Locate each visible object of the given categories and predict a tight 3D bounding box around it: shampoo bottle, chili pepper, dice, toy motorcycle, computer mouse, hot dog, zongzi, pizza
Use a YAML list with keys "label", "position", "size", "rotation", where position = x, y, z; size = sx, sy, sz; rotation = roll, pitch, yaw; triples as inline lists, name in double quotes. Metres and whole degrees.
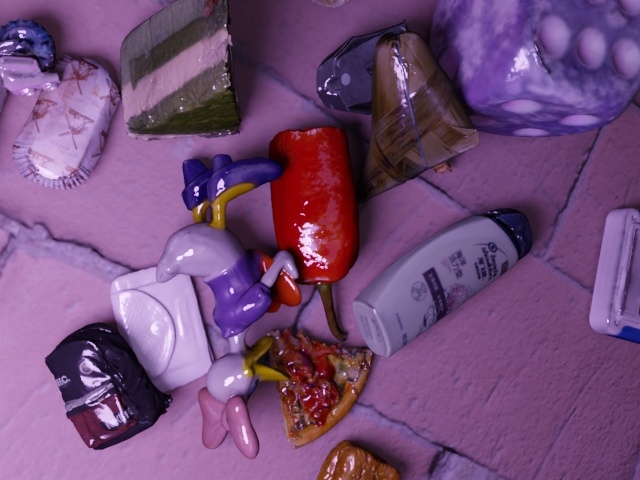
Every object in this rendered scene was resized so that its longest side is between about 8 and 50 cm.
- label: "shampoo bottle"
  position: [0.214, 0.049, 1.167]
  size: [0.359, 0.078, 0.134]
  rotation: [-31, 114, -25]
- label: "chili pepper"
  position: [-0.003, 0.000, 1.061]
  size: [0.134, 0.131, 0.338]
  rotation: [-4, 90, -22]
- label: "dice"
  position: [0.355, -0.330, 1.151]
  size: [0.270, 0.271, 0.270]
  rotation: [7, 85, -24]
- label: "toy motorcycle"
  position: [-0.448, -0.168, 0.891]
  size: [0.239, 0.108, 0.204]
  rotation: [-17, 91, 2]
- label: "computer mouse"
  position: [0.080, -0.283, 1.141]
  size: [0.231, 0.071, 0.126]
  rotation: [-30, 113, -29]
- label: "hot dog"
  position: [-0.347, -0.162, 0.957]
  size: [0.108, 0.059, 0.191]
  rotation: [24, 76, -23]
- label: "zongzi"
  position: [0.098, -0.189, 1.085]
  size: [0.242, 0.112, 0.221]
  rotation: [-28, 114, 17]
- label: "pizza"
  position: [-0.018, 0.218, 1.082]
  size: [0.193, 0.053, 0.201]
  rotation: [40, 77, -22]

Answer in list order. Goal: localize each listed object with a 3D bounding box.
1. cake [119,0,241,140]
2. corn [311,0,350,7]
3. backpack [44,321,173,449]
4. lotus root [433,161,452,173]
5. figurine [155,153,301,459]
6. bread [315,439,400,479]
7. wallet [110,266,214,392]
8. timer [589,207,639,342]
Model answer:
- label: "cake"
  position: [-0.194, -0.229, 0.916]
  size: [0.172, 0.283, 0.158]
  rotation: [-8, 91, -7]
- label: "corn"
  position: [0.070, -0.446, 1.134]
  size: [0.211, 0.087, 0.087]
  rotation: [-42, 104, -17]
- label: "backpack"
  position: [-0.296, 0.199, 0.935]
  size: [0.120, 0.106, 0.165]
  rotation: [-34, 99, 18]
- label: "lotus root"
  position: [0.186, -0.180, 1.186]
  size: [0.073, 0.062, 0.150]
  rotation: [-28, 98, -22]
- label: "figurine"
  position: [-0.128, 0.081, 0.978]
  size: [0.193, 0.154, 0.421]
  rotation: [-12, 89, -35]
- label: "bread"
  position: [0.020, 0.456, 1.086]
  size: [0.139, 0.077, 0.271]
  rotation: [35, 77, -23]
- label: "wallet"
  position: [-0.230, 0.128, 1.013]
  size: [0.124, 0.032, 0.183]
  rotation: [-16, 93, -26]
- label: "timer"
  position: [0.633, 0.073, 1.365]
  size: [0.178, 0.078, 0.254]
  rotation: [15, 82, -23]
